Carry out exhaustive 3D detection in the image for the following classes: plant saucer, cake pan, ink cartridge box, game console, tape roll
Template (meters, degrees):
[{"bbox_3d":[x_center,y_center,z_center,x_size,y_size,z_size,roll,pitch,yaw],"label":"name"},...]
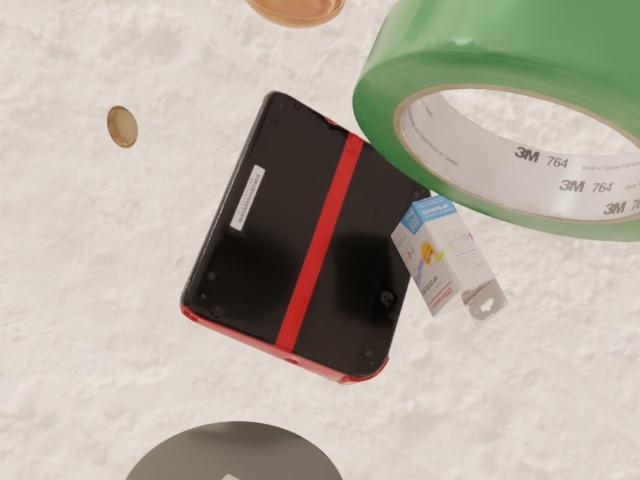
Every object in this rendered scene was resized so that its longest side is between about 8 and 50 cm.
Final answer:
[{"bbox_3d":[-0.379,-0.220,1.220,0.015,0.083,0.083,-32,94,-53],"label":"plant saucer"},{"bbox_3d":[-0.096,0.304,0.703,0.293,0.293,0.054,-1,114,-14],"label":"cake pan"},{"bbox_3d":[-0.053,-0.461,1.194,0.200,0.037,0.200,7,51,-8],"label":"plant saucer"},{"bbox_3d":[0.179,0.038,0.898,0.062,0.104,0.181,-17,67,-21],"label":"ink cartridge box"},{"bbox_3d":[0.000,0.000,0.986,0.342,0.060,0.386,26,69,-19],"label":"game console"},{"bbox_3d":[0.189,-0.101,0.560,0.321,0.321,0.077,26,78,-11],"label":"tape roll"}]
